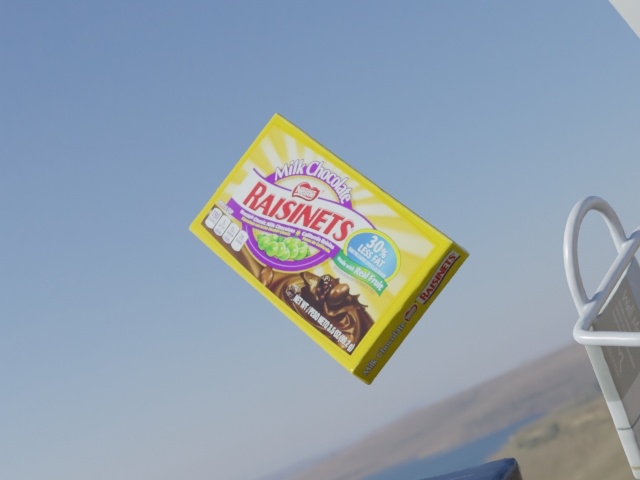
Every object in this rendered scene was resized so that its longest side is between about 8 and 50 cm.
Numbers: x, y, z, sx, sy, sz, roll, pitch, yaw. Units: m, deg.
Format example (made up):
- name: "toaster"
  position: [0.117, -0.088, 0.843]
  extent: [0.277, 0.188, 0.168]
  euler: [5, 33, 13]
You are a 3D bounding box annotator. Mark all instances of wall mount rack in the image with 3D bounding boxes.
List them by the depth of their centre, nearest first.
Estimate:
- name: "wall mount rack"
  position: [0.357, 0.085, 1.495]
  extent: [0.130, 0.350, 0.304]
  euler: [-4, 31, 38]

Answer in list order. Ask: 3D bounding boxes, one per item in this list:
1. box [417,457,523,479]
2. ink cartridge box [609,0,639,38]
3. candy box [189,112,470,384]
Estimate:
- name: "box"
  position: [-0.002, 0.325, 1.144]
  extent: [0.293, 0.212, 0.395]
  euler: [-16, 2, 18]
- name: "ink cartridge box"
  position: [0.382, -0.232, 1.223]
  extent: [0.130, 0.272, 0.309]
  euler: [4, 58, 50]
- name: "candy box"
  position: [0.000, 0.000, 1.065]
  extent: [0.105, 0.206, 0.027]
  euler: [-51, -45, 0]
